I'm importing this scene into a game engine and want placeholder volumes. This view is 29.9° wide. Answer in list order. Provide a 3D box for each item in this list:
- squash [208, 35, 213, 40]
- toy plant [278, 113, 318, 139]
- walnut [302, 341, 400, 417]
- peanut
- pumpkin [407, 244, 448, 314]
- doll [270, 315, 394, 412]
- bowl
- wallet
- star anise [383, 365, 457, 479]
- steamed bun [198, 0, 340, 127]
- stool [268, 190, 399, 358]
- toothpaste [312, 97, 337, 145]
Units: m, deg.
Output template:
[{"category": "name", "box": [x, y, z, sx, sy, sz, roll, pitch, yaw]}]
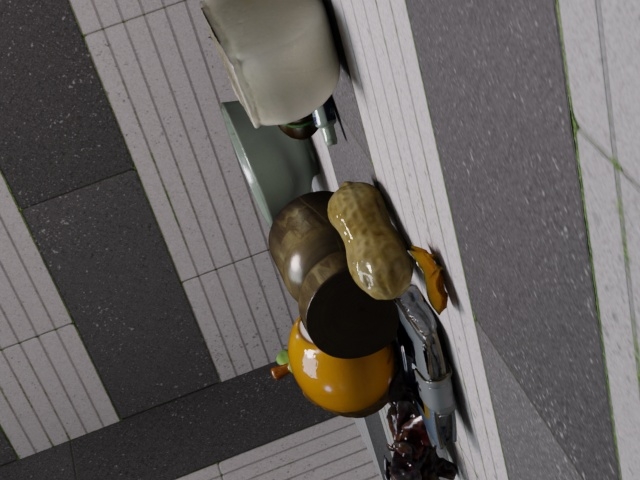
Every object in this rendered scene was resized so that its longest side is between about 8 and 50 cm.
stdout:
[{"category": "squash", "box": [-0.084, -0.447, 2.080, 0.189, 0.189, 0.260, 105, 180, -81]}, {"category": "toy plant", "box": [-0.043, -0.250, 2.048, 0.162, 0.093, 0.092, 81, 167, -55]}, {"category": "walnut", "box": [0.051, 0.248, 2.324, 0.213, 0.213, 0.213, 159, 90, -85]}, {"category": "peanut", "box": [0.072, -0.007, 1.793, 0.103, 0.098, 0.229, -62, 39, 45]}, {"category": "pumpkin", "box": [0.148, 0.047, 1.578, 0.073, 0.035, 0.101, 13, -128, -83]}, {"category": "doll", "box": [0.013, 0.211, 2.130, 0.213, 0.236, 0.213, -20, -90, -74]}, {"category": "bowl", "box": [-0.091, -0.177, 2.500, 0.289, 0.146, 0.289, 158, 90, -84]}, {"category": "wallet", "box": [0.159, 0.195, 1.833, 0.170, 0.069, 0.230, -110, 4, -57]}, {"category": "star anise", "box": [0.165, 0.353, 2.107, 0.282, 0.129, 0.212, -102, 1, -64]}, {"category": "steamed bun", "box": [-0.063, -0.282, 1.726, 0.241, 0.164, 0.146, -119, 8, -50]}, {"category": "stool", "box": [0.027, 0.052, 2.003, 0.264, 0.179, 0.179, -118, 9, -57]}, {"category": "toothpaste", "box": [-0.009, -0.260, 1.964, 0.062, 0.037, 0.216, -126, 20, -82]}]
